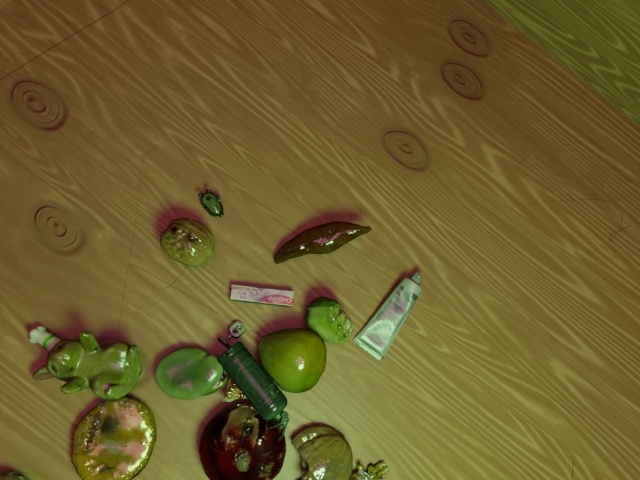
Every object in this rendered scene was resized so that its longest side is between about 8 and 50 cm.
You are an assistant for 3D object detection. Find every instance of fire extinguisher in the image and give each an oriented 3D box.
[{"bbox_3d":[-0.195,0.463,1.515,0.311,0.095,0.114,47,44,11],"label":"fire extinguisher"}]

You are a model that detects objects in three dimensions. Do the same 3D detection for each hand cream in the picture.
[{"bbox_3d":[0.261,0.257,1.749,0.124,0.078,0.340,37,82,-1],"label":"hand cream"}]

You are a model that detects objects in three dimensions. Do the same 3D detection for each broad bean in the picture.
[{"bbox_3d":[-0.415,0.431,1.578,0.228,0.100,0.169,15,71,4],"label":"broad bean"}]

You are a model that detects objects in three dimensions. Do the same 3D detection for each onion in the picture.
[{"bbox_3d":[-0.237,0.639,1.502,0.272,0.195,0.271,3,77,-11],"label":"onion"}]

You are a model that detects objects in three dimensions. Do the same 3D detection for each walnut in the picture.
[{"bbox_3d":[-0.439,0.008,1.642,0.184,0.155,0.155,27,74,3],"label":"walnut"},{"bbox_3d":[0.016,0.719,1.558,0.204,0.141,0.237,-2,80,-15],"label":"walnut"}]

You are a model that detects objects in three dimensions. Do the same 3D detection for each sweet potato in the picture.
[{"bbox_3d":[0.004,-0.003,1.736,0.360,0.112,0.112,-14,80,5],"label":"sweet potato"}]

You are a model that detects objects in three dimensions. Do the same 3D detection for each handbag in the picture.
[{"bbox_3d":[-0.380,-0.127,1.731,0.072,0.047,0.111,-35,83,-14],"label":"handbag"}]

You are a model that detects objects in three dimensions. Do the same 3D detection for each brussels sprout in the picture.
[{"bbox_3d":[0.026,0.271,1.661,0.146,0.183,0.131,-3,43,24],"label":"brussels sprout"}]

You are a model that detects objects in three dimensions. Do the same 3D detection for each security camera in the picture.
[{"bbox_3d":[-0.296,0.313,1.646,0.058,0.058,0.092,40,66,1],"label":"security camera"}]

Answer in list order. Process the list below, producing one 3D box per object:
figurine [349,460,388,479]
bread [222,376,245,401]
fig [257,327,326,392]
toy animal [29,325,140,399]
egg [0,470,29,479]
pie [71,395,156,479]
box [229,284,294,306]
[{"bbox_3d":[0.154,0.777,1.607,0.101,0.068,0.143,42,62,-2],"label":"figurine"},{"bbox_3d":[-0.257,0.453,1.606,0.155,0.054,0.135,1,72,-35],"label":"bread"},{"bbox_3d":[-0.092,0.389,1.590,0.230,0.207,0.207,-10,76,28],"label":"fig"},{"bbox_3d":[-0.740,0.372,1.487,0.364,0.180,0.180,15,69,-7],"label":"toy animal"},{"bbox_3d":[-0.901,0.774,1.359,0.204,0.203,0.245,3,54,-9],"label":"egg"},{"bbox_3d":[-0.636,0.616,1.507,0.274,0.069,0.273,2,75,-10],"label":"pie"},{"bbox_3d":[-0.201,0.192,1.691,0.218,0.039,0.055,8,75,-7],"label":"box"}]
